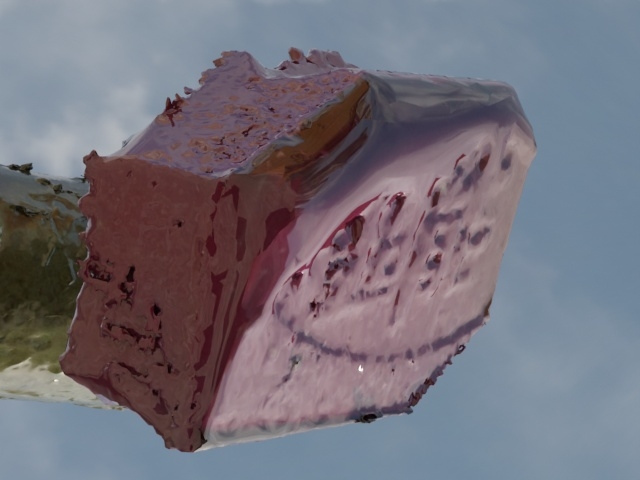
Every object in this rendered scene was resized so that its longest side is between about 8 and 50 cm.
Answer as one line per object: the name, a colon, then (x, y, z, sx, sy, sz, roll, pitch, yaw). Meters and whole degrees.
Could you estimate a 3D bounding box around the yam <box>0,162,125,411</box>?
yam: (-0.135, 0.042, 1.359, 0.168, 0.304, 0.168, -17, -112, 50)

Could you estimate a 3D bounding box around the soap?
soap: (0.000, 0.000, 1.099, 0.127, 0.325, 0.220, 20, -78, 30)
